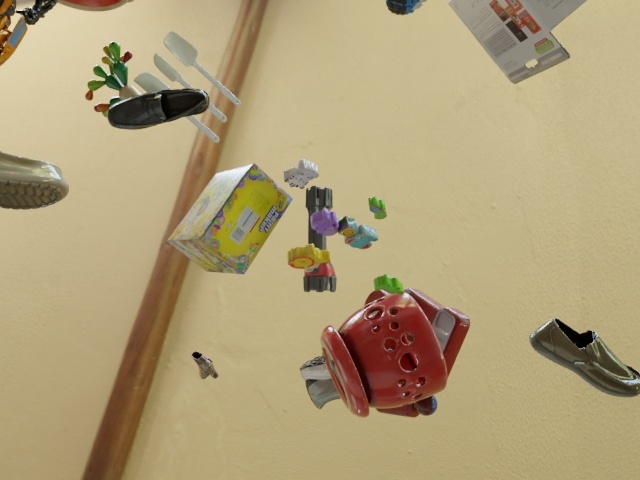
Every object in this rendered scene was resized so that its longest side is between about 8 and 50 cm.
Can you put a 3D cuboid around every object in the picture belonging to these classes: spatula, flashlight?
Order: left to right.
[{"bbox_3d":[-0.306,-0.365,1.385,0.019,0.242,0.168,-5,-128,52],"label":"spatula"},{"bbox_3d":[0.000,0.000,1.675,0.103,0.103,0.304,168,-76,-64],"label":"flashlight"}]

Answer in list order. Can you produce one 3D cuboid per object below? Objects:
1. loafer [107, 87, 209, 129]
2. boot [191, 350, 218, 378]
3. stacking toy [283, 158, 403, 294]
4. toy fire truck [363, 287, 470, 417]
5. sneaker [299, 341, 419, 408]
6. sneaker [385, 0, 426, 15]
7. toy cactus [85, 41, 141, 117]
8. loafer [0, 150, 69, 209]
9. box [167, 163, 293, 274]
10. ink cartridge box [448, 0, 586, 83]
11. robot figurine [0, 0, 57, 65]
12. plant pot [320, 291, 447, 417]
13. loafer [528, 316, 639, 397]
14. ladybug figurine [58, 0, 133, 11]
[{"bbox_3d":[-0.354,-0.292,1.251,0.223,0.078,0.076,-14,-84,-10],"label":"loafer"},{"bbox_3d":[-0.336,0.352,1.630,0.118,0.087,0.042,-9,-148,51],"label":"boot"},{"bbox_3d":[0.036,-0.013,0.889,0.052,0.221,0.166,-32,-130,37],"label":"stacking toy"},{"bbox_3d":[0.199,0.263,1.303,0.254,0.169,0.302,36,-74,62],"label":"toy fire truck"},{"bbox_3d":[0.099,0.271,1.172,0.272,0.100,0.108,-14,-92,3],"label":"sneaker"},{"bbox_3d":[0.128,-0.411,0.786,0.071,0.190,0.083,3,-141,-10],"label":"sneaker"},{"bbox_3d":[-0.522,-0.399,1.501,0.180,0.112,0.219,38,-62,16],"label":"toy cactus"},{"bbox_3d":[-0.496,-0.110,0.809,0.269,0.102,0.092,7,-114,-13],"label":"loafer"},{"bbox_3d":[-0.286,-0.064,1.795,0.279,0.177,0.290,0,-127,56],"label":"box"},{"bbox_3d":[0.461,-0.524,1.309,0.130,0.309,0.272,-40,-83,1],"label":"ink cartridge box"},{"bbox_3d":[-0.524,-0.380,0.870,0.085,0.211,0.291,19,-101,46],"label":"robot figurine"},{"bbox_3d":[0.103,0.207,1.011,0.174,0.191,0.191,-22,-122,-9],"label":"plant pot"},{"bbox_3d":[0.579,0.247,1.228,0.251,0.094,0.087,26,-63,6],"label":"loafer"},{"bbox_3d":[-0.569,-0.695,1.228,0.449,0.162,0.305,42,-86,-6],"label":"ladybug figurine"}]
